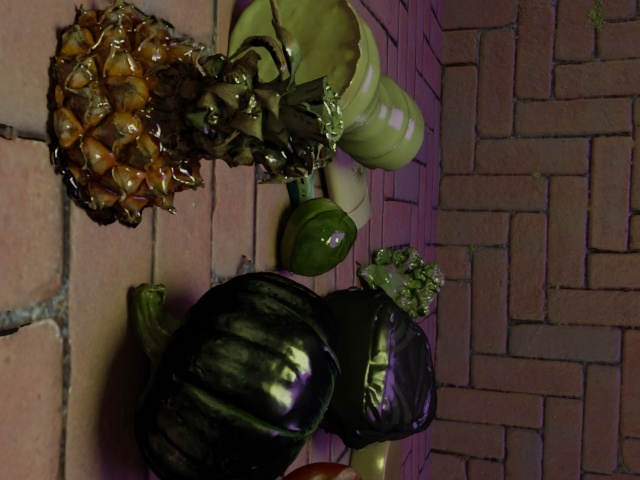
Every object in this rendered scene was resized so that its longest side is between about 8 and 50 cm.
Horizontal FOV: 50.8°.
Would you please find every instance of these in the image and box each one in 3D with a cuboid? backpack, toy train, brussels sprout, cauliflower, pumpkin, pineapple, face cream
[{"bbox_3d":[0.136,0.313,1.580,0.445,0.254,0.363,37,54,-52],"label":"backpack"},{"bbox_3d":[-0.036,-0.114,1.315,0.052,0.051,0.234,-64,150,-44],"label":"toy train"},{"bbox_3d":[0.001,-0.007,1.287,0.183,0.131,0.145,-37,142,-54],"label":"brussels sprout"},{"bbox_3d":[0.204,0.127,1.902,0.315,0.239,0.256,32,86,-51],"label":"cauliflower"},{"bbox_3d":[-0.126,0.167,0.830,0.296,0.295,0.296,2,90,-72],"label":"pumpkin"},{"bbox_3d":[-0.107,-0.138,0.735,0.262,0.271,0.263,2,90,-71],"label":"pineapple"},{"bbox_3d":[0.054,-0.172,1.537,0.173,0.081,0.349,-64,150,-48],"label":"face cream"}]

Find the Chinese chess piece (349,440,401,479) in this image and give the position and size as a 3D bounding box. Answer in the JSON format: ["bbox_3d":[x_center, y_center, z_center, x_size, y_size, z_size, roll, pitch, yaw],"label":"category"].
[{"bbox_3d":[0.158,0.640,1.908,0.273,0.102,0.273,4,90,-72],"label":"Chinese chess piece"}]

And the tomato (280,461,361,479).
[{"bbox_3d":[-0.051,0.524,1.151,0.338,0.143,0.338,-44,141,-51],"label":"tomato"}]

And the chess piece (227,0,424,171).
[{"bbox_3d":[0.044,-0.250,1.189,0.442,0.234,0.234,20,73,-64],"label":"chess piece"}]

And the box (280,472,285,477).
[{"bbox_3d":[-0.059,0.377,1.295,0.207,0.049,0.041,-44,129,-65],"label":"box"}]
